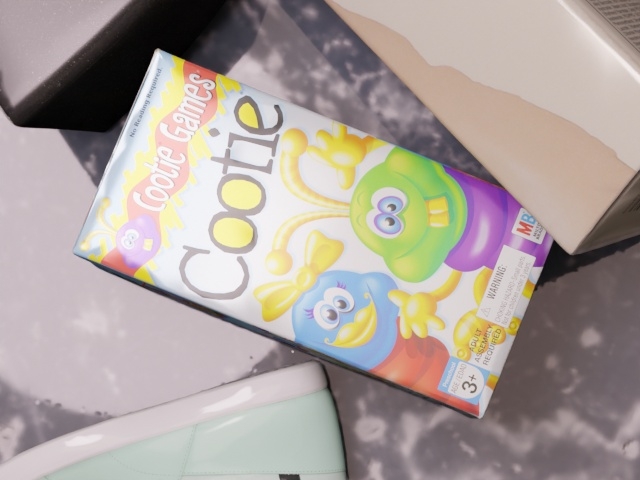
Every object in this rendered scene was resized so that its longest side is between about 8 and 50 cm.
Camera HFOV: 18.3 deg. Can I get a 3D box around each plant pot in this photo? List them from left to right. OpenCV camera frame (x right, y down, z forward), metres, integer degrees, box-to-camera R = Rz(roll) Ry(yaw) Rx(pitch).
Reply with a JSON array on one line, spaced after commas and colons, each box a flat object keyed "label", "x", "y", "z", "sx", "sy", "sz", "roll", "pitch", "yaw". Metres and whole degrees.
[{"label": "plant pot", "x": -0.151, "y": -0.193, "z": 1.277, "sx": 0.167, "sy": 0.188, "sz": 0.187, "roll": -34, "pitch": 85, "yaw": 10}]

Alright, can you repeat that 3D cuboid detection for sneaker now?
[{"label": "sneaker", "x": -0.102, "y": 0.184, "z": 1.307, "sx": 0.256, "sy": 0.094, "sz": 0.151, "roll": -16, "pitch": 88, "yaw": 2}]

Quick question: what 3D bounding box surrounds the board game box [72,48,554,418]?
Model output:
[{"label": "board game box", "x": 0.000, "y": 0.000, "z": 1.292, "sx": 0.275, "sy": 0.144, "sz": 0.142, "roll": 22, "pitch": 86, "yaw": 3}]

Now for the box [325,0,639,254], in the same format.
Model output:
[{"label": "box", "x": 0.119, "y": -0.148, "z": 1.250, "sx": 0.311, "sy": 0.148, "sz": 0.121, "roll": 48, "pitch": 122, "yaw": 20}]
